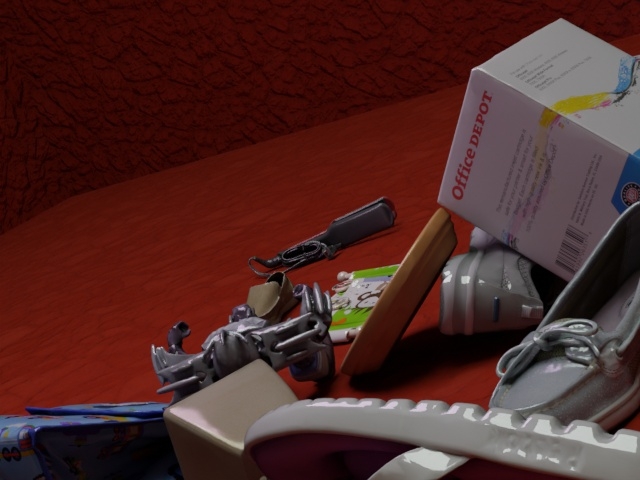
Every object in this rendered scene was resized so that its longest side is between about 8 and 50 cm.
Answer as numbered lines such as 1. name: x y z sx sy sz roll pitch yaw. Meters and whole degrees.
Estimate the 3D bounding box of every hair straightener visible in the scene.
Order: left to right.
1. hair straightener: 0.000 0.000 2.184 0.230 0.047 0.089 -19 11 10

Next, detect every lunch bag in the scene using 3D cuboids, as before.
1. lunch bag: -0.215 0.214 1.467 0.221 0.138 0.293 -9 3 43

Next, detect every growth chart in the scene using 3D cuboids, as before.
1. growth chart: 0.045 0.077 1.822 0.172 0.021 0.237 -13 15 32

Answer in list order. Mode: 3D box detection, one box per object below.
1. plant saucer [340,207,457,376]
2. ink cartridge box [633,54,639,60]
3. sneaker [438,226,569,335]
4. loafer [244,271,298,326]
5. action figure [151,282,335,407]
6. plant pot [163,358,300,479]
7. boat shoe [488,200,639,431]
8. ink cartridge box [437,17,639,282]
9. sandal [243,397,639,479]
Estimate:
1. plant saucer: 0.087 0.059 1.550 0.200 0.037 0.200 -57 -5 -8
2. ink cartridge box: 0.403 -0.116 1.698 0.285 0.166 0.395 -30 14 -40
3. sneaker: 0.207 0.042 1.574 0.115 0.105 0.281 9 22 16
4. loafer: -0.075 0.083 1.930 0.056 0.050 0.148 -16 12 23
5. action figure: -0.067 0.102 1.478 0.185 0.099 0.285 -10 -5 9
6. plant pot: -0.056 0.184 1.316 0.109 0.109 0.096 -27 26 -27
7. boat shoe: 0.227 0.076 1.271 0.118 0.103 0.320 -10 20 45
8. ink cartridge box: 0.268 -0.080 1.498 0.232 0.171 0.168 34 42 24
9. sandal: 0.083 0.180 1.044 0.416 0.169 0.102 -8 58 48
